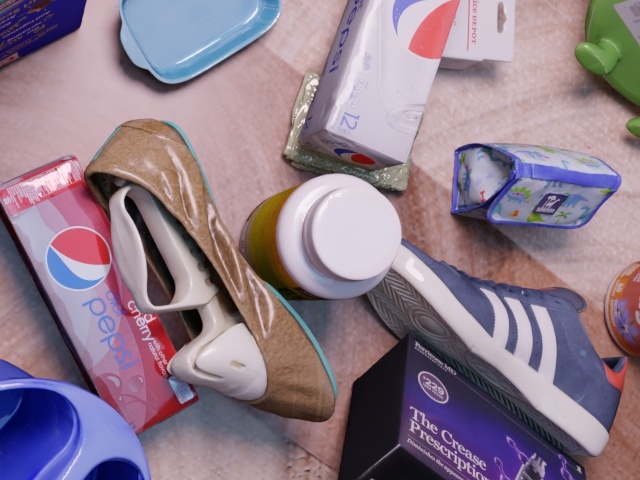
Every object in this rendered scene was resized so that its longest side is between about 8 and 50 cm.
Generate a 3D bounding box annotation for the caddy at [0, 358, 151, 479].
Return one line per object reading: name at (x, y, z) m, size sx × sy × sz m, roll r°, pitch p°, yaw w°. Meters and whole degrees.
caddy at (-0.304, 0.262, 0.804) m, size 0.341 × 0.179 × 0.241 m, roll -46°, pitch 115°, yaw -15°

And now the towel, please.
towel at (0.038, -0.116, 1.046) m, size 0.148 × 0.027 × 0.110 m, roll 16°, pitch 82°, yaw -16°

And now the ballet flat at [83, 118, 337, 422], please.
ballet flat at (-0.111, 0.050, 0.883) m, size 0.124 × 0.116 × 0.342 m, roll -38°, pitch 104°, yaw -46°

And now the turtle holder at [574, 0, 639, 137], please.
turtle holder at (0.463, -0.253, 1.086) m, size 0.320 × 0.243 × 0.227 m, roll 25°, pitch 62°, yaw -6°

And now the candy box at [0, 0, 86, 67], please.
candy box at (-0.328, -0.207, 0.781) m, size 0.268 × 0.317 × 0.122 m, roll -34°, pitch 95°, yaw -18°

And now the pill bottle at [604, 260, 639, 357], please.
pill bottle at (0.425, 0.077, 1.059) m, size 0.121 × 0.216 × 0.121 m, roll 1°, pitch 85°, yaw -18°

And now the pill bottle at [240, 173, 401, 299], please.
pill bottle at (0.000, 0.000, 0.927) m, size 0.117 × 0.215 × 0.117 m, roll 1°, pitch 86°, yaw -18°

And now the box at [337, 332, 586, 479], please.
box at (0.152, 0.245, 0.970) m, size 0.261 × 0.184 × 0.103 m, roll 38°, pitch 115°, yaw -13°

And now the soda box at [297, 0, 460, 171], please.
soda box at (0.075, -0.219, 0.966) m, size 0.091 × 0.098 × 0.286 m, roll 21°, pitch 82°, yaw -16°

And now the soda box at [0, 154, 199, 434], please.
soda box at (-0.217, 0.055, 0.917) m, size 0.083 × 0.092 × 0.263 m, roll -27°, pitch 95°, yaw -19°

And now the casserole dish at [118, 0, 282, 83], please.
casserole dish at (-0.126, -0.241, 0.985) m, size 0.188 × 0.037 × 0.114 m, roll -36°, pitch 114°, yaw -18°

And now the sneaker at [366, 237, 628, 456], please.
sneaker at (0.198, 0.084, 1.042) m, size 0.350 × 0.131 × 0.148 m, roll 41°, pitch 68°, yaw -17°

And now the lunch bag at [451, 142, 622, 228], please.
lunch bag at (0.231, -0.063, 1.040) m, size 0.128 × 0.151 × 0.096 m, roll 4°, pitch 85°, yaw -18°

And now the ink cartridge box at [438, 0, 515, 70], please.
ink cartridge box at (0.123, -0.250, 1.065) m, size 0.180 × 0.060 × 0.104 m, roll 4°, pitch 86°, yaw -18°
